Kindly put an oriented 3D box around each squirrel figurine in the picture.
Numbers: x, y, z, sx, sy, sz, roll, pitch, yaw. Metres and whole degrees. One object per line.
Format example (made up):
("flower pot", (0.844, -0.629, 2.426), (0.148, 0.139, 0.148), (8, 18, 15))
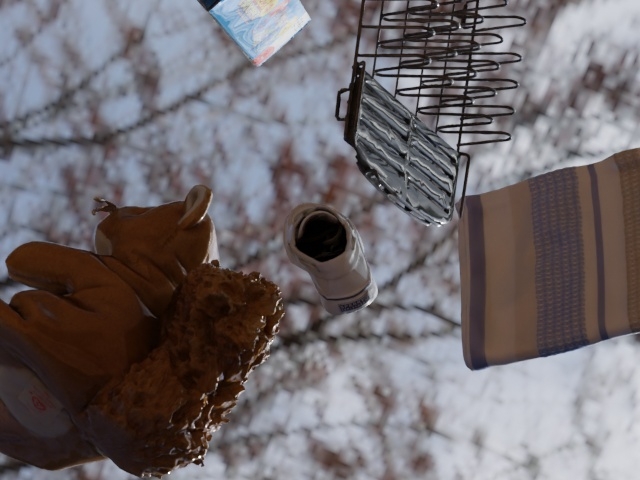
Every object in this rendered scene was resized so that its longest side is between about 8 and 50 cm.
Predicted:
("squirrel figurine", (-0.216, 0.108, 2.471), (0.397, 0.281, 0.370), (18, -135, 30))

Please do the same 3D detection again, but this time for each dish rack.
("dish rack", (0.094, -0.153, 1.459), (0.074, 0.271, 0.208), (-1, 161, 31))

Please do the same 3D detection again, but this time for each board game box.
("board game box", (-0.158, -0.350, 2.072), (0.308, 0.086, 0.302), (49, -178, 9))

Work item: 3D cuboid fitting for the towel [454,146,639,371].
("towel", (0.262, 0.007, 1.879), (0.034, 0.285, 0.209), (44, -142, -46))

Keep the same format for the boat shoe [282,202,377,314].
("boat shoe", (0.000, 0.000, 2.418), (0.096, 0.088, 0.267), (-22, -153, 1))
